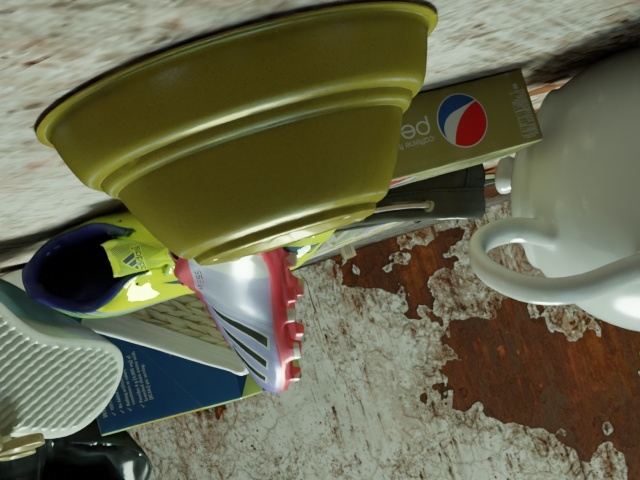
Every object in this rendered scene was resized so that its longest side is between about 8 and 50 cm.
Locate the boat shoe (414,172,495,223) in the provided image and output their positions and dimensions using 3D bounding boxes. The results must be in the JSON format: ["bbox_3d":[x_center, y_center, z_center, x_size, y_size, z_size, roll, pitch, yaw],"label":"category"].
[{"bbox_3d":[0.211,-0.068,1.778,0.152,0.049,0.056,-18,176,13],"label":"boat shoe"}]

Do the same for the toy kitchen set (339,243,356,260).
[{"bbox_3d":[0.000,0.000,1.588,0.083,0.075,0.068,-21,176,-8],"label":"toy kitchen set"}]

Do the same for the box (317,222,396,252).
[{"bbox_3d":[0.018,-0.024,1.387,0.067,0.063,0.324,-14,176,-31],"label":"box"}]

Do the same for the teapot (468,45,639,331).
[{"bbox_3d":[0.235,-0.044,0.925,0.187,0.252,0.256,7,167,22],"label":"teapot"}]

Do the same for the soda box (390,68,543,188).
[{"bbox_3d":[0.070,-0.075,0.834,0.181,0.058,0.061,-15,176,-21],"label":"soda box"}]

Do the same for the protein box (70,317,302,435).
[{"bbox_3d":[-0.162,0.097,1.289,0.201,0.199,0.136,-19,175,28],"label":"protein box"}]

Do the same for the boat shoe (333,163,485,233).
[{"bbox_3d":[0.004,-0.022,1.045,0.335,0.095,0.112,-20,176,37],"label":"boat shoe"}]

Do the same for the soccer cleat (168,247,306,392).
[{"bbox_3d":[-0.066,0.028,0.849,0.095,0.083,0.248,-2,139,6],"label":"soccer cleat"}]

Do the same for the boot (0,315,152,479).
[{"bbox_3d":[-0.317,0.202,1.475,0.367,0.146,0.445,-15,-163,-23],"label":"boot"}]

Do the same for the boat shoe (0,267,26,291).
[{"bbox_3d":[-0.264,0.047,1.166,0.184,0.066,0.063,-18,-168,-36],"label":"boat shoe"}]

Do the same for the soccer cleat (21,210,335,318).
[{"bbox_3d":[-0.113,0.004,0.916,0.289,0.093,0.121,-18,174,22],"label":"soccer cleat"}]

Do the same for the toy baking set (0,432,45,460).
[{"bbox_3d":[-0.340,0.199,0.904,0.256,0.030,0.197,-20,166,18],"label":"toy baking set"}]

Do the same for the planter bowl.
[{"bbox_3d":[-0.030,-0.042,0.587,0.217,0.090,0.217,-17,176,-1],"label":"planter bowl"}]

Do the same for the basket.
[{"bbox_3d":[-0.134,0.060,1.105,0.167,0.103,0.113,16,177,1],"label":"basket"}]

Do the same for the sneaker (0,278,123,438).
[{"bbox_3d":[-0.315,0.082,0.915,0.150,0.135,0.366,25,172,24],"label":"sneaker"}]
